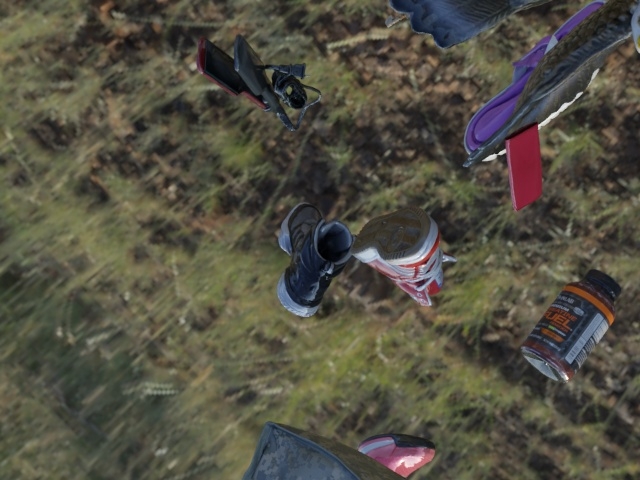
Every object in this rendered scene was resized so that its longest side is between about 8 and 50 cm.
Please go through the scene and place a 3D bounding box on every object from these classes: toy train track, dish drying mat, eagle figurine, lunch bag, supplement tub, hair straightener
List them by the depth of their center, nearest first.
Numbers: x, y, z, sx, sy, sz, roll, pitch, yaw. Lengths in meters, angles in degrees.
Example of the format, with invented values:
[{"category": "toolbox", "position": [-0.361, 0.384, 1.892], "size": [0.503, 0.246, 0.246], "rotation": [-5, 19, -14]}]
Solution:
[{"category": "eagle figurine", "position": [0.223, -0.185, 0.728], "size": [0.298, 0.225, 0.226], "rotation": [-7, 94, 30]}, {"category": "dish drying mat", "position": [0.169, -0.061, 0.821], "size": [0.008, 0.032, 0.083], "rotation": [53, 167, 43]}, {"category": "toy train track", "position": [0.093, -0.225, 0.906], "size": [0.014, 0.083, 0.048], "rotation": [54, -169, -17]}, {"category": "hair straightener", "position": [-0.052, -0.168, 1.096], "size": [0.089, 0.047, 0.230], "rotation": [-2, 165, 18]}, {"category": "lunch bag", "position": [0.061, 0.383, 1.328], "size": [0.287, 0.168, 0.235], "rotation": [20, 171, 37]}, {"category": "supplement tub", "position": [0.448, 0.146, 1.748], "size": [0.106, 0.198, 0.106], "rotation": [37, 167, 10]}]

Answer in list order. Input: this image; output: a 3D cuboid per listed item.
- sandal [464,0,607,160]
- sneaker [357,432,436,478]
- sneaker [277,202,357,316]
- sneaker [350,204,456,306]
[{"category": "sandal", "position": [0.422, -0.314, 1.984], "size": [0.102, 0.169, 0.416], "rotation": [19, 128, -31]}, {"category": "sneaker", "position": [0.088, 0.445, 1.779], "size": [0.314, 0.136, 0.116], "rotation": [-31, 144, 32]}, {"category": "sneaker", "position": [0.000, 0.000, 1.760], "size": [0.101, 0.268, 0.153], "rotation": [26, 129, -19]}, {"category": "sneaker", "position": [0.068, 0.013, 0.658], "size": [0.067, 0.042, 0.118], "rotation": [35, 171, -13]}]
